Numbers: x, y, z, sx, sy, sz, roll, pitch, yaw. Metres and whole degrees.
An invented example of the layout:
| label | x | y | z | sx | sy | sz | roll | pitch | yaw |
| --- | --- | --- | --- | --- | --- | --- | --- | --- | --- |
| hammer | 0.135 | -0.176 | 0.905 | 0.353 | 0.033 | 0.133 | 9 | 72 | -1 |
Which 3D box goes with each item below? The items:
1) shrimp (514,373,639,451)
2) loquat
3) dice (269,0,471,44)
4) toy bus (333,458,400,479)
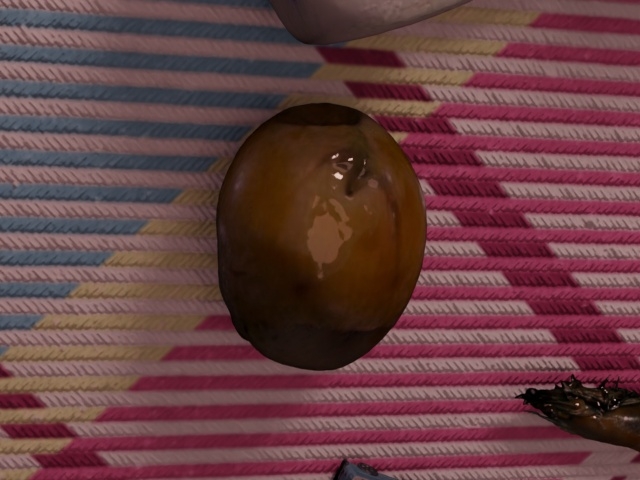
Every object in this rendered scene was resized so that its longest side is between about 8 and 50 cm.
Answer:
| label | x | y | z | sx | sy | sz | roll | pitch | yaw |
| --- | --- | --- | --- | --- | --- | --- | --- | --- | --- |
| shrimp | 0.322 | 0.117 | 1.238 | 0.262 | 0.051 | 0.198 | 13 | 94 | -21 |
| loquat | 0.000 | 0.000 | 1.047 | 0.179 | 0.179 | 0.227 | -2 | 107 | -15 |
| dice | 0.040 | -0.274 | 0.976 | 0.194 | 0.192 | 0.193 | -23 | 110 | -7 |
| toy bus | 0.072 | 0.266 | 1.187 | 0.123 | 0.075 | 0.060 | 23 | 97 | -20 |
